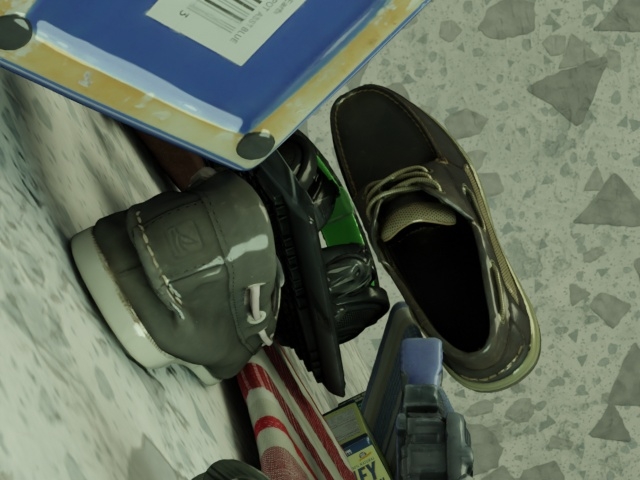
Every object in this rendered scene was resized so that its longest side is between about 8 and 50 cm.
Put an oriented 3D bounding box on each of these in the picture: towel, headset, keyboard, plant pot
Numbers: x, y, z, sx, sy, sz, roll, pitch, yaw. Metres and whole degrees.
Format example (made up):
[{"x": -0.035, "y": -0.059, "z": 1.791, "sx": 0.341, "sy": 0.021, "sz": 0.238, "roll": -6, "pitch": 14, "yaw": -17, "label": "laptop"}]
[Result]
[{"x": -0.006, "y": 0.178, "z": 0.930, "sx": 0.237, "sy": 0.037, "sz": 0.329, "roll": 62, "pitch": 1, "yaw": -27, "label": "towel"}, {"x": 0.082, "y": 0.202, "z": 1.276, "sx": 0.285, "sy": 0.034, "sz": 0.209, "roll": -108, "pitch": -149, "yaw": -70, "label": "towel"}, {"x": 0.000, "y": 0.000, "z": 1.336, "sx": 0.243, "sy": 0.185, "sz": 0.394, "roll": 62, "pitch": 18, "yaw": -10, "label": "headset"}, {"x": -0.048, "y": -0.013, "z": 0.930, "sx": 0.201, "sy": 0.033, "sz": 0.317, "roll": 56, "pitch": -12, "yaw": 27, "label": "keyboard"}, {"x": -0.060, "y": -0.181, "z": 0.593, "sx": 0.236, "sy": 0.236, "sz": 0.212, "roll": 24, "pitch": 35, "yaw": -40, "label": "plant pot"}]

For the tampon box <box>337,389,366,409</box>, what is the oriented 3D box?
[{"x": 0.114, "y": 0.273, "z": 1.668, "sx": 0.161, "sy": 0.120, "sz": 0.101, "roll": 64, "pitch": 1, "yaw": 36, "label": "tampon box"}]

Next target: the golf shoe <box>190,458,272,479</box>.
[{"x": 0.004, "y": 0.179, "z": 0.502, "sx": 0.198, "sy": 0.077, "sz": 0.094, "roll": 64, "pitch": 2, "yaw": 14, "label": "golf shoe"}]

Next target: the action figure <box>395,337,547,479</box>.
[{"x": 0.137, "y": 0.222, "z": 0.807, "sx": 0.330, "sy": 0.179, "sz": 0.341, "roll": 63, "pitch": 23, "yaw": -52, "label": "action figure"}]

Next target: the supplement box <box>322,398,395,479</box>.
[{"x": 0.030, "y": 0.209, "z": 1.188, "sx": 0.083, "sy": 0.056, "sz": 0.083, "roll": 63, "pitch": 2, "yaw": -18, "label": "supplement box"}]

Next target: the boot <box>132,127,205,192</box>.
[{"x": -0.099, "y": -0.075, "z": 1.078, "sx": 0.206, "sy": 0.090, "sz": 0.248, "roll": 61, "pitch": -2, "yaw": -10, "label": "boot"}]

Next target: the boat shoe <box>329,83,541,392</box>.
[{"x": 0.109, "y": -0.021, "z": 1.267, "sx": 0.355, "sy": 0.132, "sz": 0.130, "roll": 61, "pitch": 7, "yaw": 22, "label": "boat shoe"}]

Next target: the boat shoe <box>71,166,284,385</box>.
[{"x": -0.057, "y": 0.021, "z": 0.766, "sx": 0.112, "sy": 0.096, "sz": 0.335, "roll": 63, "pitch": 2, "yaw": 4, "label": "boat shoe"}]
